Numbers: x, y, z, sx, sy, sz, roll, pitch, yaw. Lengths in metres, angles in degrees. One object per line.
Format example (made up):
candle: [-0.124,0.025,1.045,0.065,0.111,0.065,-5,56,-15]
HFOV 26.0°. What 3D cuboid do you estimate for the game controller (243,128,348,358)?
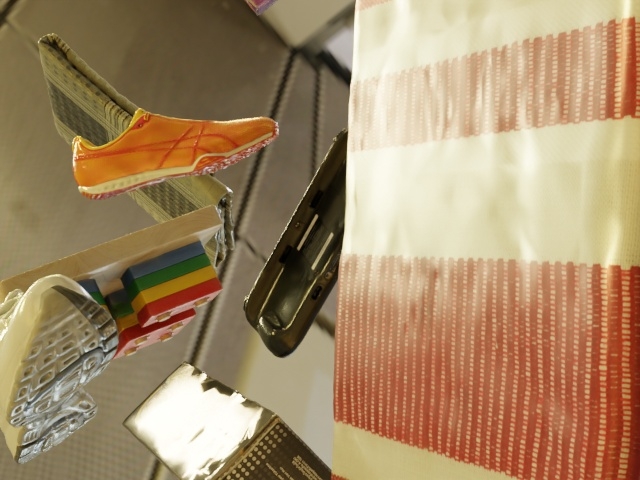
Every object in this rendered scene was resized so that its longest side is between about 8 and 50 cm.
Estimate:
game controller: [0.000,0.000,1.839,0.067,0.319,0.166,21,-166,-33]

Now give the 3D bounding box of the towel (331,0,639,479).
towel: [0.072,-0.039,0.571,0.037,0.237,0.328,4,-91,-22]

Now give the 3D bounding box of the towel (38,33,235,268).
towel: [-0.233,-0.113,1.828,0.324,0.056,0.312,41,163,8]

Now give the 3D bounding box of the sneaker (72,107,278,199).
sneaker: [-0.122,-0.082,1.148,0.064,0.175,0.067,121,137,-88]

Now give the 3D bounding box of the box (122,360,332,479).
box: [0.013,0.194,0.810,0.270,0.060,0.216,47,169,-15]

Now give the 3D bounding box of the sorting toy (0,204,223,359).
sorting toy: [-0.244,0.081,1.536,0.256,0.257,0.089,-21,-99,-27]

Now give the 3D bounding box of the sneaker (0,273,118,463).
sneaker: [-0.259,0.097,1.207,0.111,0.297,0.129,-31,-103,-29]

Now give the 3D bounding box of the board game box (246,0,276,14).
board game box: [0.026,-0.333,0.877,0.208,0.347,0.056,51,180,-1]
